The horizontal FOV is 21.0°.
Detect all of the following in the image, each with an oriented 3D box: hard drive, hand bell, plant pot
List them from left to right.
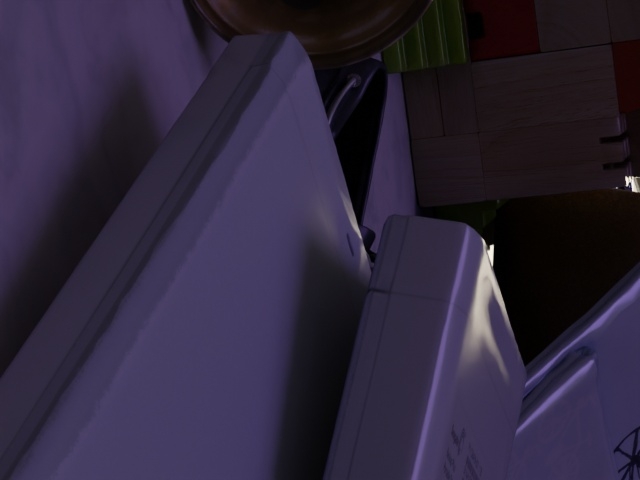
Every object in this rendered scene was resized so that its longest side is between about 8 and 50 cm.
[{"bbox_3d":[-0.046,0.086,0.653,0.307,0.040,0.203,-63,145,-49],"label":"hard drive"},{"bbox_3d":[-0.003,-0.188,0.885,0.242,0.126,0.126,-88,166,-64],"label":"hand bell"},{"bbox_3d":[0.025,0.194,0.740,0.233,0.047,0.353,61,40,-67],"label":"hard drive"},{"bbox_3d":[0.231,0.102,1.363,0.237,0.237,0.254,25,76,-70],"label":"plant pot"}]

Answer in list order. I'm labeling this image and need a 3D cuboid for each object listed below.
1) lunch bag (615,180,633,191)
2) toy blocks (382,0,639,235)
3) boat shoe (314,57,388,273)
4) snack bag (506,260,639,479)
[{"bbox_3d":[0.212,-0.135,1.512,0.303,0.115,0.243,53,37,-58],"label":"lunch bag"},{"bbox_3d":[0.185,-0.182,1.178,0.191,0.261,0.381,-29,112,-72],"label":"toy blocks"},{"bbox_3d":[0.000,0.000,0.847,0.075,0.065,0.206,51,39,-66],"label":"boat shoe"},{"bbox_3d":[0.205,0.178,1.200,0.342,0.037,0.323,-40,133,-25],"label":"snack bag"}]
